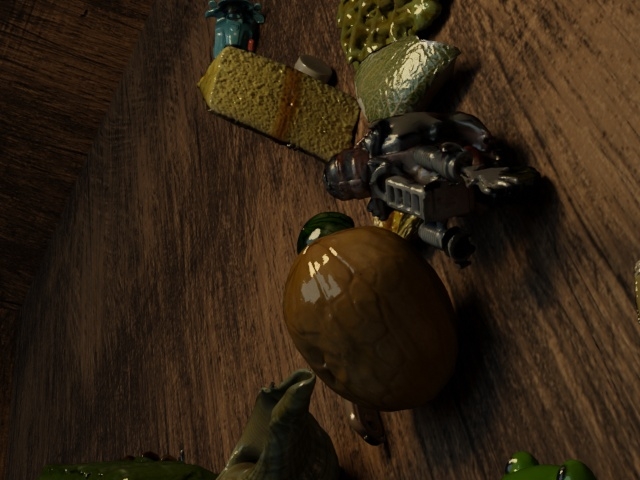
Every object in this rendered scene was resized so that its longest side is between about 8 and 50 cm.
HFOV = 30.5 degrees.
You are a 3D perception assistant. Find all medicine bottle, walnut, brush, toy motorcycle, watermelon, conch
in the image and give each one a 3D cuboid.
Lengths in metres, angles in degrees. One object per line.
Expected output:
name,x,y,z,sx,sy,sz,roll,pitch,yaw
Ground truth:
medicine bottle,-0.038,-0.241,1.991,0.140,0.079,0.079,-60,25,29
walnut,0.061,0.089,1.333,0.193,0.226,0.193,-38,-2,-1
brush,0.045,0.139,1.532,0.067,0.072,0.313,-46,32,22
toy motorcycle,0.131,-0.066,1.299,0.401,0.207,0.134,-137,41,-63
watermelon,0.000,0.000,1.740,0.105,0.062,0.105,-46,28,34
toy motorcycle,-0.179,-0.391,2.410,0.272,0.123,0.182,-93,8,-45
conch,-0.042,0.292,1.479,0.386,0.169,0.203,-59,33,30

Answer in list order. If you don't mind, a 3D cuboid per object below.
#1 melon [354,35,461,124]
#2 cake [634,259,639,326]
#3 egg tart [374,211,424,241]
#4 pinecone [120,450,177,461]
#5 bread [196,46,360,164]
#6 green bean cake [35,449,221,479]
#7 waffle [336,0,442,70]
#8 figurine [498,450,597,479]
melon,0.117,-0.192,1.579,0.202,0.093,0.139,-10,61,56
cake,0.300,0.064,0.991,0.065,0.052,0.121,-41,37,49
egg tart,0.113,-0.045,1.520,0.130,0.052,0.130,-46,35,46
pinecone,-0.270,0.426,1.942,0.165,0.163,0.163,-24,51,48
bread,-0.082,-0.185,1.857,0.178,0.240,0.135,-33,38,63
green bean cake,-0.279,0.476,1.727,0.319,0.218,0.335,-8,77,50
waffle,0.111,-0.391,1.759,0.297,0.073,0.317,-61,24,24
figurine,0.191,0.310,0.971,0.162,0.143,0.263,163,106,-73
